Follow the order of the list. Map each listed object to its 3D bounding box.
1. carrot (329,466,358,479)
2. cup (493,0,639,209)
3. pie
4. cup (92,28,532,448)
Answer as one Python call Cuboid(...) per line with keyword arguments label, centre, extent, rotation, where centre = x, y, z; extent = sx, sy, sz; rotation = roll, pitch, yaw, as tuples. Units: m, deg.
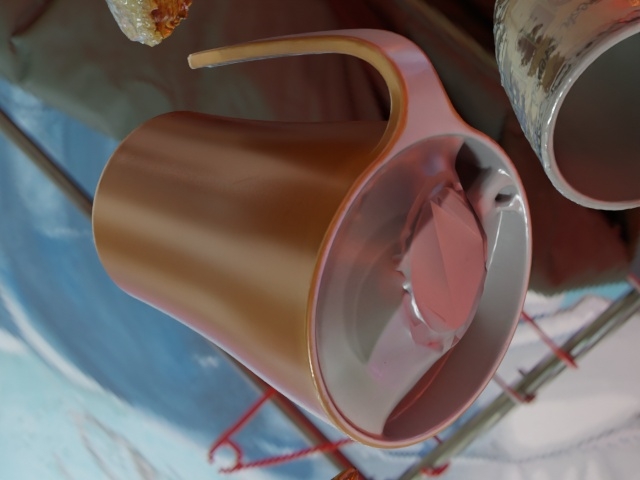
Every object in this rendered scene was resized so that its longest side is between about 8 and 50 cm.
Cuboid(label="carrot", centre=(-0.070, 0.324, 1.136), extent=(0.336, 0.069, 0.069), rotation=(-50, 180, -29))
Cuboid(label="cup", centre=(0.310, -0.224, 1.323), extent=(0.301, 0.227, 0.257), rotation=(-50, -141, 23))
Cuboid(label="pie", centre=(-0.196, -0.390, 1.526), extent=(0.315, 0.092, 0.315), rotation=(13, 90, -84))
Cuboid(label="cup", centre=(-0.013, -0.017, 0.756), extent=(0.182, 0.226, 0.264), rotation=(-18, -155, -41))
